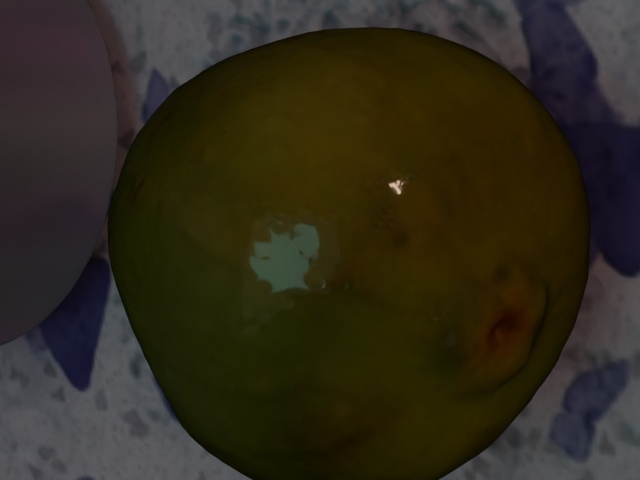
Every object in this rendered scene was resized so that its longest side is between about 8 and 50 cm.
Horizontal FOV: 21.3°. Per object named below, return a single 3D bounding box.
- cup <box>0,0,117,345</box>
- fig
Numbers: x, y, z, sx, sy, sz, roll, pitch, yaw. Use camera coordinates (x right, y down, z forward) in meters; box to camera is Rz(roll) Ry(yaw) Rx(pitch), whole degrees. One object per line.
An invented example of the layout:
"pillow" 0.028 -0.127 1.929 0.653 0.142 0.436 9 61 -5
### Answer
"cup" -0.302 -0.059 0.850 0.253 0.371 0.253 1 92 36
"fig" 0.003 0.010 0.752 0.230 0.207 0.207 -7 95 52
